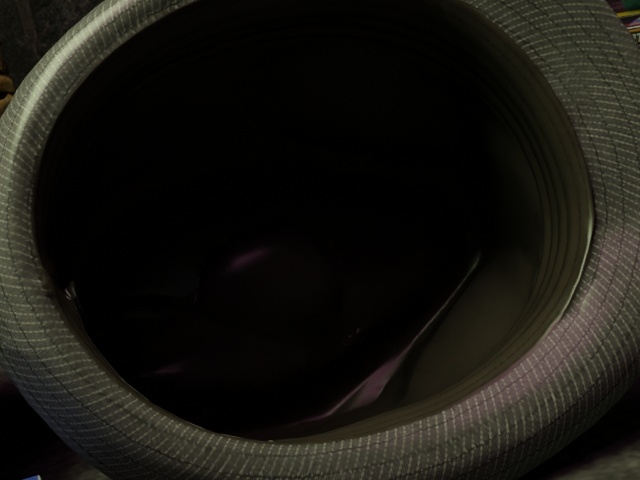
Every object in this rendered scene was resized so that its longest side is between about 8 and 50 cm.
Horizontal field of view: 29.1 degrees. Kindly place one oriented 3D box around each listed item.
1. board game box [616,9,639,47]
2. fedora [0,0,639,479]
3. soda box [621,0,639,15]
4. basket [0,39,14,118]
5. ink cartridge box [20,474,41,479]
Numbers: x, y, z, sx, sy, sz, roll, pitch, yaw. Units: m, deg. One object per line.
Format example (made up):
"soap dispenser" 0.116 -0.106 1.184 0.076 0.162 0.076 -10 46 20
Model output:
"board game box" 0.175 -0.034 0.539 0.170 0.141 0.048 -5 18 36
"fedora" 0.000 0.000 0.509 0.275 0.243 0.124 -27 -14 -17
"soda box" 0.218 -0.090 0.612 0.071 0.210 0.067 -4 56 36
"basket" -0.275 0.022 0.602 0.299 0.223 0.213 -23 -4 22
"ink cartridge box" -0.111 0.130 0.335 0.097 0.046 0.207 -15 12 -14
